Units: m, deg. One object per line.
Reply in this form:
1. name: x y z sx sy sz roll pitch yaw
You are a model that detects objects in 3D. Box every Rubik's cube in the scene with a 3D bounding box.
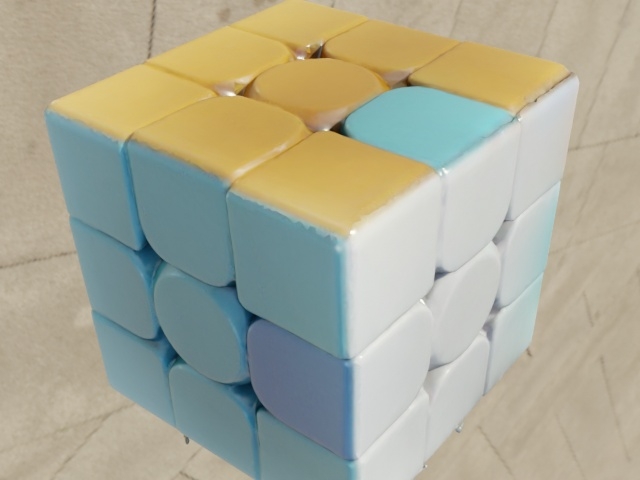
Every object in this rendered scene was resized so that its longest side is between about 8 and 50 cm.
1. Rubik's cube: 0.000 0.000 0.680 0.291 0.291 0.290 -36 138 -39
